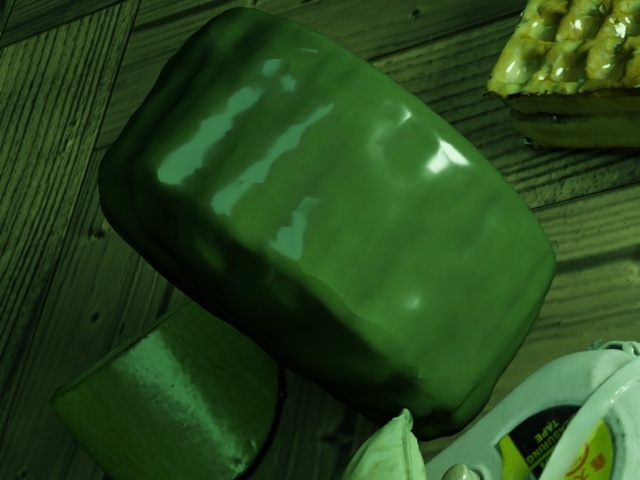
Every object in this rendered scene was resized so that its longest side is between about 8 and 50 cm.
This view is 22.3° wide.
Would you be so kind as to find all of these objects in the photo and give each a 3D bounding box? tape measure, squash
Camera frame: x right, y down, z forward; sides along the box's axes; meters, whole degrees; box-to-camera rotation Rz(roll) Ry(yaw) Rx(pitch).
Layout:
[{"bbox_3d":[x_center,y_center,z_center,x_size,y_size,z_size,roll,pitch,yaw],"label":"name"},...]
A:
[{"bbox_3d":[0.170,0.182,1.113,0.236,0.120,0.197,-44,34,11],"label":"tape measure"},{"bbox_3d":[-0.134,0.152,1.492,0.237,0.155,0.204,-37,2,12],"label":"squash"}]

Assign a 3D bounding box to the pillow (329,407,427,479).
[{"bbox_3d":[-0.011,0.271,1.161,0.302,0.075,0.185,-50,33,40],"label":"pillow"}]

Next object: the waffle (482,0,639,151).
[{"bbox_3d":[0.307,-0.174,1.341,0.308,0.091,0.212,5,60,45],"label":"waffle"}]

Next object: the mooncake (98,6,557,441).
[{"bbox_3d":[0.000,0.000,1.245,0.194,0.356,0.356,-50,39,-11],"label":"mooncake"}]
